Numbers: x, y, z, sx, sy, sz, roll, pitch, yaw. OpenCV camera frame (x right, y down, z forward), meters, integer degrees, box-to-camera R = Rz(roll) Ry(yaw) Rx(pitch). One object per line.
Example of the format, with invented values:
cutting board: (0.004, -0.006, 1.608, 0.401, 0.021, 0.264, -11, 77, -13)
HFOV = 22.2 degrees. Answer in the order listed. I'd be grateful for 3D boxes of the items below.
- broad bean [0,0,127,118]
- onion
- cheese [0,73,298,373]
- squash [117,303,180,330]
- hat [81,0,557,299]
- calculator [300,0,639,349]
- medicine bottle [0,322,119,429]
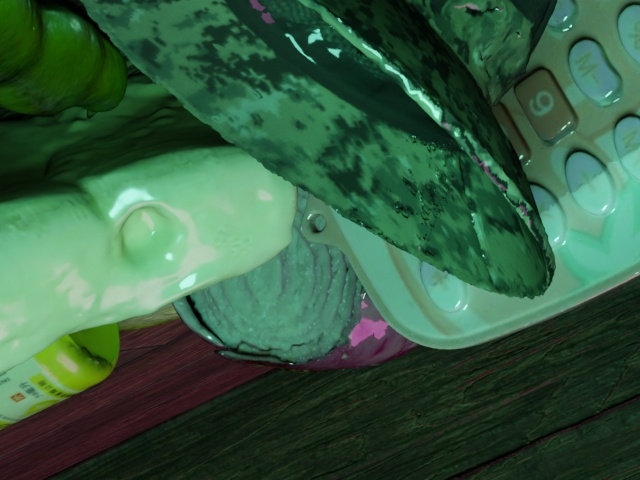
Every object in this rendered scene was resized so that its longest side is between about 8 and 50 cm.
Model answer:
broad bean: (-0.136, -0.087, 0.672, 0.060, 0.043, 0.297, -34, 170, 3)
onion: (0.001, 0.014, 1.187, 0.207, 0.201, 0.200, -26, 171, 24)
cheese: (-0.146, -0.002, 0.808, 0.263, 0.093, 0.159, -19, -157, -23)
squash: (-0.066, 0.017, 1.404, 0.252, 0.049, 0.252, -17, 172, -3)
hat: (0.021, -0.097, 0.649, 0.128, 0.265, 0.265, -55, 174, -7)
calculator: (0.123, -0.091, 0.738, 0.329, 0.220, 0.048, -33, 158, 19)
medicine bottle: (-0.255, 0.080, 1.111, 0.212, 0.122, 0.122, -26, 171, 13)
